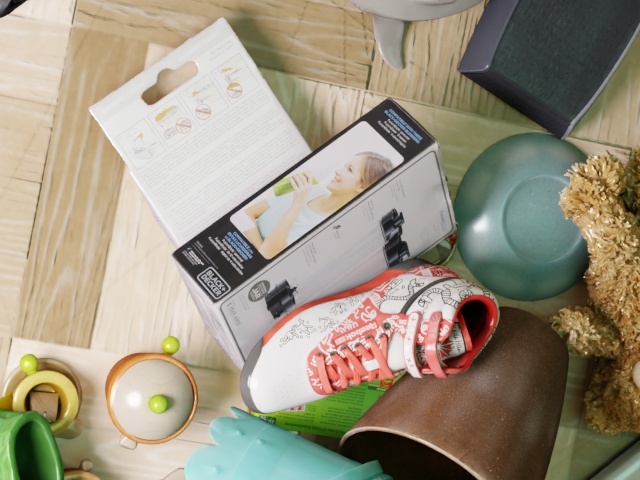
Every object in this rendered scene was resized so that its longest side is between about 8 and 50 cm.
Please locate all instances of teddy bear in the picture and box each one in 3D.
[{"bbox_3d":[0.363,0.055,1.943,0.245,0.113,0.338,7,88,-41],"label":"teddy bear"}]

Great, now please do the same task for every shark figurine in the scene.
[{"bbox_3d":[0.145,-0.285,1.871,0.278,0.116,0.166,-19,101,-13],"label":"shark figurine"}]

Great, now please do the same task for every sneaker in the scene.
[{"bbox_3d":[0.057,0.108,1.766,0.270,0.145,0.090,-29,119,-26],"label":"sneaker"}]

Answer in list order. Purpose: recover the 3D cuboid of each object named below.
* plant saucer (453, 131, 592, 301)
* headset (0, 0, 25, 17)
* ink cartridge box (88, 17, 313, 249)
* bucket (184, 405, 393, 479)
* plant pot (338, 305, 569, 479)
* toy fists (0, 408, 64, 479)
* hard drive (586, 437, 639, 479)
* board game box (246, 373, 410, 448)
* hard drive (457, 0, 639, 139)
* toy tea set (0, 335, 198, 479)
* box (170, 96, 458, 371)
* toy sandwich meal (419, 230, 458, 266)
[{"bbox_3d":[0.247,-0.025,1.961,0.194,0.037,0.195,-1,95,-16],"label":"plant saucer"},{"bbox_3d":[-0.300,-0.357,1.739,0.394,0.185,0.243,-15,95,0],"label":"headset"},{"bbox_3d":[-0.116,-0.095,1.841,0.181,0.056,0.225,-36,99,-11],"label":"ink cartridge box"},{"bbox_3d":[-0.049,0.321,1.749,0.183,0.281,0.281,18,89,12],"label":"bucket"},{"bbox_3d":[0.170,0.189,1.845,0.215,0.215,0.230,46,58,-15],"label":"plant pot"},{"bbox_3d":[-0.327,0.303,1.757,0.096,0.142,0.279,-30,108,-56],"label":"toy fists"},{"bbox_3d":[0.370,0.367,2.027,0.318,0.040,0.210,-36,104,-11],"label":"hard drive"},{"bbox_3d":[0.016,0.169,1.902,0.181,0.043,0.092,10,92,-17],"label":"board game box"},{"bbox_3d":[0.284,-0.260,1.942,0.172,0.054,0.255,31,85,-17],"label":"hard drive"},{"bbox_3d":[-0.205,0.266,1.801,0.200,0.124,0.336,-16,99,-15],"label":"toy tea set"},{"bbox_3d":[0.000,0.000,1.816,0.290,0.087,0.169,-36,146,-10],"label":"box"},{"bbox_3d":[0.118,0.000,1.926,0.085,0.029,0.086,-1,95,-17],"label":"toy sandwich meal"}]
